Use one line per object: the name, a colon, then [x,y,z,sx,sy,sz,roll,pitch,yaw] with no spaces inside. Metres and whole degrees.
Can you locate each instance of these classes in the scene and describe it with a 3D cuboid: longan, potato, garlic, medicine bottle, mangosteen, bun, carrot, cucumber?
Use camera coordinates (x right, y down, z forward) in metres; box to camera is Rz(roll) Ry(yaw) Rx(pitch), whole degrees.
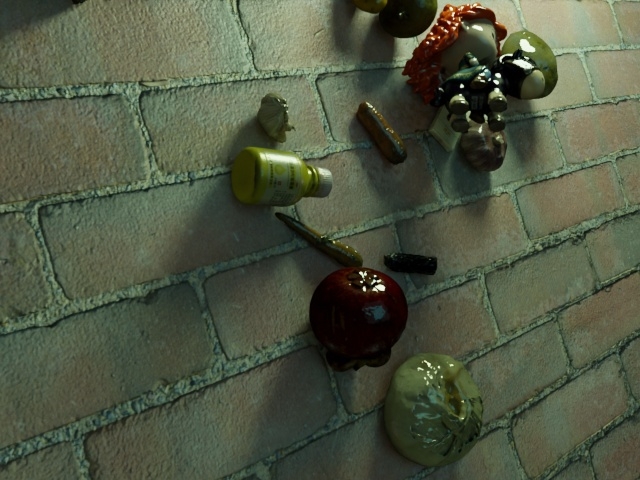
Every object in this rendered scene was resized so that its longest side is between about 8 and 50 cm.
longan: [0.228,-0.606,1.768,0.145,0.155,0.176,33,40,9]
potato: [0.642,-0.543,2.071,0.178,0.160,0.235,35,43,-53]
garlic: [-0.102,-0.274,1.505,0.074,0.094,0.113,-26,96,-5]
medicine bottle: [-0.075,-0.133,1.462,0.212,0.121,0.122,2,78,-36]
mangosteen: [0.080,0.185,1.469,0.215,0.215,0.258,-20,126,-38]
bun: [0.286,0.399,1.589,0.287,0.146,0.288,10,74,-37]
carrot: [0.000,0.000,1.541,0.254,0.049,0.049,31,63,-22]
garlic: [0.469,-0.272,1.904,0.147,0.102,0.159,-43,110,-27]
carrot: [0.157,-0.275,1.707,0.060,0.060,0.186,-43,102,-35]
cucumber: [0.229,0.057,1.688,0.181,0.053,0.053,9,74,-32]

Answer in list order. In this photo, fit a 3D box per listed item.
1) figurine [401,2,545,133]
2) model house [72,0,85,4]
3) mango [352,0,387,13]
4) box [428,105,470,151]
figurine: [0.399,-0.450,1.758,0.306,0.412,0.241,-34,137,4]
model house: [-0.444,-0.625,1.252,0.243,0.211,0.204,49,54,-17]
mango: [0.128,-0.669,1.747,0.090,0.115,0.178,58,43,-66]
box: [0.366,-0.339,1.896,0.090,0.024,0.167,43,57,-22]
